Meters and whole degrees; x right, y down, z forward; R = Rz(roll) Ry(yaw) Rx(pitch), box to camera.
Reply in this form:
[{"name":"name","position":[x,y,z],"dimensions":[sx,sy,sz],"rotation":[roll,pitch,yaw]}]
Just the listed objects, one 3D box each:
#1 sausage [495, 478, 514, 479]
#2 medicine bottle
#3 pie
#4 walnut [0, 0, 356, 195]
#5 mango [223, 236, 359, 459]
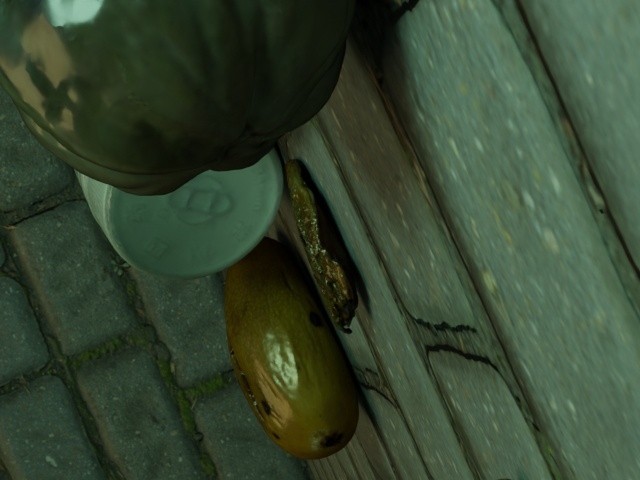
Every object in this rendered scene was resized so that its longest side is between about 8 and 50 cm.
[{"name":"sausage","position":[0.121,0.183,0.746],"dimensions":[0.083,0.034,0.034],"rotation":[79,164,-54]},{"name":"medicine bottle","position":[-0.174,-0.116,1.212],"dimensions":[0.332,0.190,0.190],"rotation":[-124,13,-52]},{"name":"pie","position":[0.000,0.000,1.000],"dimensions":[0.092,0.034,0.170],"rotation":[105,146,-80]},{"name":"walnut","position":[-0.086,-0.139,0.594],"dimensions":[0.224,0.224,0.224],"rotation":[156,90,-82]},{"name":"mango","position":[-0.050,0.118,1.327],"dimensions":[0.177,0.120,0.295],"rotation":[84,160,-59]}]
